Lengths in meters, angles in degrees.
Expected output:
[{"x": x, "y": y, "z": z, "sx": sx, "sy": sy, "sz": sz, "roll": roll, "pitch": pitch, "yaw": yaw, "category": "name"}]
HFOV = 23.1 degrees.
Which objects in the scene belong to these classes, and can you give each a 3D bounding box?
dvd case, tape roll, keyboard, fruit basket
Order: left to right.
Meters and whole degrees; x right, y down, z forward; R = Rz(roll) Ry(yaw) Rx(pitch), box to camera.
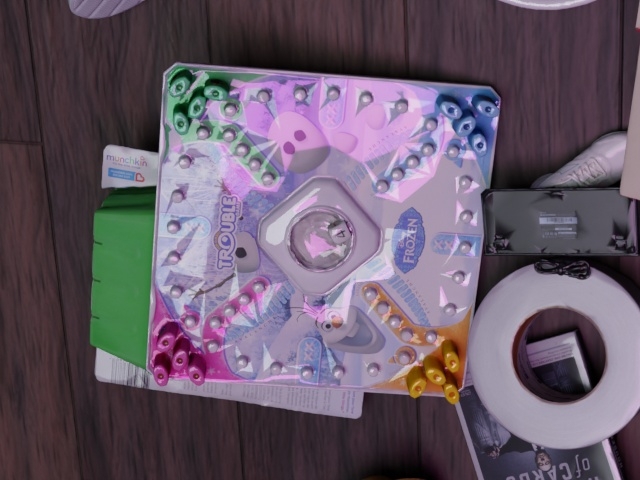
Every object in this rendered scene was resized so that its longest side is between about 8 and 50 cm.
[{"x": -0.106, "y": 0.051, "z": 1.956, "sx": 0.353, "sy": 0.165, "sz": 0.327, "roll": 5, "pitch": 113, "yaw": 2, "category": "fruit basket"}, {"x": 0.267, "y": 0.245, "z": 1.903, "sx": 0.179, "sy": 0.029, "sz": 0.239, "roll": -19, "pitch": 86, "yaw": 25, "category": "dvd case"}, {"x": 0.272, "y": -0.008, "z": 1.771, "sx": 0.180, "sy": 0.023, "sz": 0.108, "roll": 0, "pitch": 104, "yaw": 22, "category": "keyboard"}, {"x": 0.286, "y": 0.130, "z": 1.827, "sx": 0.219, "sy": 0.072, "sz": 0.219, "roll": 1, "pitch": 93, "yaw": 21, "category": "tape roll"}]

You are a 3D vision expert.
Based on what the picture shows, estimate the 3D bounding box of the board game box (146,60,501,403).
[{"x": 0.000, "y": 0.000, "z": 1.831, "sx": 0.390, "sy": 0.050, "sz": 0.390, "roll": 4, "pitch": 108, "yaw": -5, "category": "board game box"}]

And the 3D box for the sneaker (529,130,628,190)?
[{"x": 0.299, "y": -0.070, "z": 1.784, "sx": 0.152, "sy": 0.061, "sz": 0.054, "roll": -35, "pitch": 94, "yaw": 27, "category": "sneaker"}]

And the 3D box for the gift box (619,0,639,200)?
[{"x": 0.474, "y": -0.169, "z": 1.575, "sx": 0.276, "sy": 0.255, "sz": 0.258, "roll": 12, "pitch": 116, "yaw": 22, "category": "gift box"}]

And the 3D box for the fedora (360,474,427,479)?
[{"x": 0.074, "y": 0.364, "z": 2.011, "sx": 0.079, "sy": 0.194, "sz": 0.194, "roll": 50, "pitch": 130, "yaw": 46, "category": "fedora"}]

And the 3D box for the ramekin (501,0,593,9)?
[{"x": 0.246, "y": -0.391, "z": 1.634, "sx": 0.277, "sy": 0.135, "sz": 0.277, "roll": 7, "pitch": 112, "yaw": 17, "category": "ramekin"}]

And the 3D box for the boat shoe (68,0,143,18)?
[{"x": -0.203, "y": -0.395, "z": 1.820, "sx": 0.335, "sy": 0.121, "sz": 0.119, "roll": -44, "pitch": 59, "yaw": 39, "category": "boat shoe"}]
